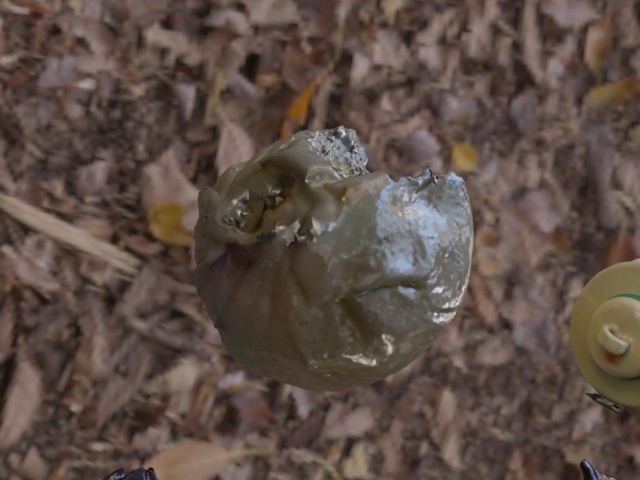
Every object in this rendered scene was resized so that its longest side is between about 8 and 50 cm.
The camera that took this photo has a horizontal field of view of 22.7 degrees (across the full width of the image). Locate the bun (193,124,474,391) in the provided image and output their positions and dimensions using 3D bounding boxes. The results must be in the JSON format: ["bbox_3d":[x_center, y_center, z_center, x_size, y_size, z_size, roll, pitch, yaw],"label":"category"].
[{"bbox_3d":[-0.009,0.013,1.563,0.204,0.281,0.282,24,83,-43],"label":"bun"}]

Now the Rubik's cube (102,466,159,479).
[{"bbox_3d":[-0.245,0.445,1.518,0.307,0.310,0.305,53,38,3],"label":"Rubik's cube"}]

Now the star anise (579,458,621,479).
[{"bbox_3d":[0.397,0.379,2.009,0.272,0.272,0.103,59,38,-38],"label":"star anise"}]

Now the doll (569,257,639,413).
[{"bbox_3d":[0.332,0.074,1.556,0.208,0.271,0.144,26,114,-15],"label":"doll"}]
